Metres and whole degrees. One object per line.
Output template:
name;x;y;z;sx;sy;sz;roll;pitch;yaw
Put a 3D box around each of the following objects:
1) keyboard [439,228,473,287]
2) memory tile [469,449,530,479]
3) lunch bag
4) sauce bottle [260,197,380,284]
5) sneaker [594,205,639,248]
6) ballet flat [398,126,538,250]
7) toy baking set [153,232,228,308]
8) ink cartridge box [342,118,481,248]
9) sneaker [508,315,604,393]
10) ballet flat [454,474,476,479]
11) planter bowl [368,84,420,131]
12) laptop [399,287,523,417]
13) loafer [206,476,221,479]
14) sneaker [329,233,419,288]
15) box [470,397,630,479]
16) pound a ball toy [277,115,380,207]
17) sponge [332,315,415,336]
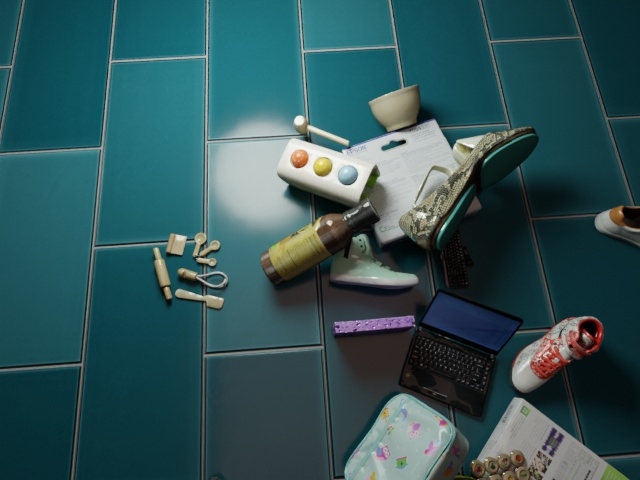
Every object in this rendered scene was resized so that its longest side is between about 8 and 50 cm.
keyboard;0.401;0.047;1.207;0.108;0.023;0.181;-2;78;-20
memory tile;0.443;0.582;0.998;0.147;0.012;0.113;-8;72;-11
lunch bag;0.192;0.523;0.981;0.279;0.224;0.108;-48;120;-15
sauce bottle;0.000;0.000;1.129;0.344;0.111;0.112;-30;75;12
sneaker;0.979;-0.029;1.198;0.289;0.123;0.106;14;72;2
ballet flat;0.399;-0.181;1.161;0.483;0.164;0.182;-45;57;-11
toy baking set;-0.377;0.087;1.196;0.196;0.030;0.257;-15;74;-5
ink cartridge box;0.271;-0.178;1.264;0.323;0.071;0.331;-19;71;-5
sneaker;0.620;0.297;1.083;0.270;0.145;0.090;-38;77;-11
ballet flat;0.327;0.615;1.019;0.230;0.077;0.077;14;75;-3
planter bowl;0.244;-0.408;1.298;0.161;0.162;0.109;-20;101;-6
laptop;0.367;0.298;1.085;0.234;0.137;0.265;21;74;6
loafer;-0.253;0.676;1.005;0.062;0.061;0.170;-21;75;-8
sneaker;0.159;0.056;1.175;0.255;0.094;0.151;7;77;3
box;0.579;0.598;1.041;0.322;0.058;0.232;37;77;11
pound a ball toy;0.015;-0.241;1.204;0.318;0.135;0.208;23;86;20
sponge;0.139;0.234;1.112;0.209;0.117;0.031;-4;71;-2
